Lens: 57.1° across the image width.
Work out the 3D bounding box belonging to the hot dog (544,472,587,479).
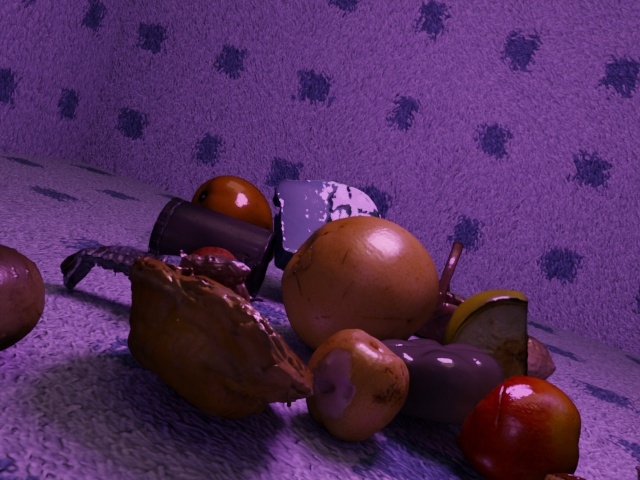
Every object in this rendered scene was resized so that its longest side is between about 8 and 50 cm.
[{"bbox_3d":[0.390,0.399,0.844,0.261,0.093,0.123,31,-10,-32],"label":"hot dog"}]

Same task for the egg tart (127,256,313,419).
[{"bbox_3d":[-0.166,0.166,0.895,0.351,0.153,0.339,29,-17,17],"label":"egg tart"}]

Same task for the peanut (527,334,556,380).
[{"bbox_3d":[0.515,0.309,1.673,0.291,0.143,0.159,22,-2,-9],"label":"peanut"}]

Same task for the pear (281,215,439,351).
[{"bbox_3d":[0.086,0.109,1.319,0.348,0.349,0.348,18,7,-2],"label":"pear"}]

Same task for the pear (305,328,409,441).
[{"bbox_3d":[0.054,0.238,0.962,0.177,0.178,0.178,18,7,-2],"label":"pear"}]

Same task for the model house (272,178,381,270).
[{"bbox_3d":[0.000,0.000,1.772,0.294,0.252,0.329,-2,-23,-11],"label":"model house"}]

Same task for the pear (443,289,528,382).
[{"bbox_3d":[0.373,0.244,1.379,0.176,0.287,0.282,-1,5,7],"label":"pear"}]

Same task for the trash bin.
[{"bbox_3d":[-0.288,0.022,1.617,0.301,0.203,0.252,19,13,6],"label":"trash bin"}]

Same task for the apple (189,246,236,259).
[{"bbox_3d":[-0.267,0.090,1.419,0.146,0.146,0.131,17,30,-10],"label":"apple"}]

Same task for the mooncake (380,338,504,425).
[{"bbox_3d":[0.210,0.260,1.112,0.274,0.135,0.275,6,-4,0],"label":"mooncake"}]

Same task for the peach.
[{"bbox_3d":[0.325,0.315,0.969,0.192,0.190,0.190,15,6,10],"label":"peach"}]

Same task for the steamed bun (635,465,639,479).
[{"bbox_3d":[0.743,0.421,0.972,0.374,0.242,0.374,21,7,-3],"label":"steamed bun"}]

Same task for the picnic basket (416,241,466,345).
[{"bbox_3d":[0.384,0.151,1.864,0.337,0.337,0.293,19,7,13],"label":"picnic basket"}]

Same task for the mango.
[{"bbox_3d":[-0.272,-0.044,1.884,0.263,0.221,0.378,-8,-41,15],"label":"mango"}]

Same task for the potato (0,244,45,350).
[{"bbox_3d":[-0.504,0.076,0.769,0.210,0.173,0.307,18,5,22],"label":"potato"}]

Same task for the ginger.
[{"bbox_3d":[-0.174,0.084,1.002,0.122,0.084,0.290,3,-20,-3],"label":"ginger"}]

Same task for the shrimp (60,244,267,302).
[{"bbox_3d":[-0.323,0.095,1.198,0.410,0.166,0.221,24,-20,6],"label":"shrimp"}]
